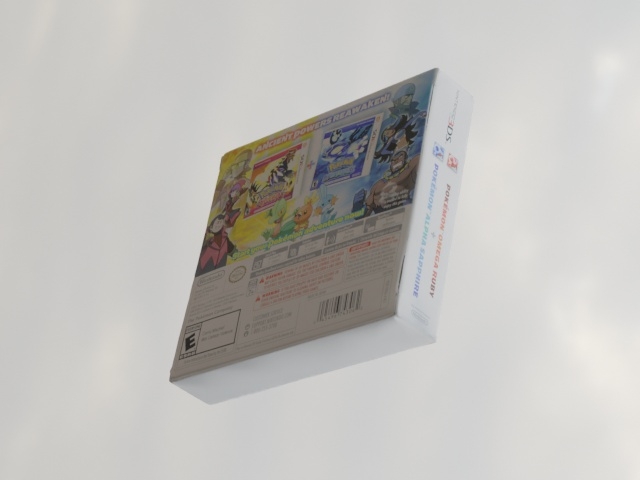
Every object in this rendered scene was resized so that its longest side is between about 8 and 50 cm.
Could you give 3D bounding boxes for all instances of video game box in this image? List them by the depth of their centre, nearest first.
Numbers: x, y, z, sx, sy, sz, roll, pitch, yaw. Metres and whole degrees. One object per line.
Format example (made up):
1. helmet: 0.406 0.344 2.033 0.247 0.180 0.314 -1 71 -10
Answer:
1. video game box: 0.000 0.000 1.206 0.205 0.048 0.187 -18 -130 41
